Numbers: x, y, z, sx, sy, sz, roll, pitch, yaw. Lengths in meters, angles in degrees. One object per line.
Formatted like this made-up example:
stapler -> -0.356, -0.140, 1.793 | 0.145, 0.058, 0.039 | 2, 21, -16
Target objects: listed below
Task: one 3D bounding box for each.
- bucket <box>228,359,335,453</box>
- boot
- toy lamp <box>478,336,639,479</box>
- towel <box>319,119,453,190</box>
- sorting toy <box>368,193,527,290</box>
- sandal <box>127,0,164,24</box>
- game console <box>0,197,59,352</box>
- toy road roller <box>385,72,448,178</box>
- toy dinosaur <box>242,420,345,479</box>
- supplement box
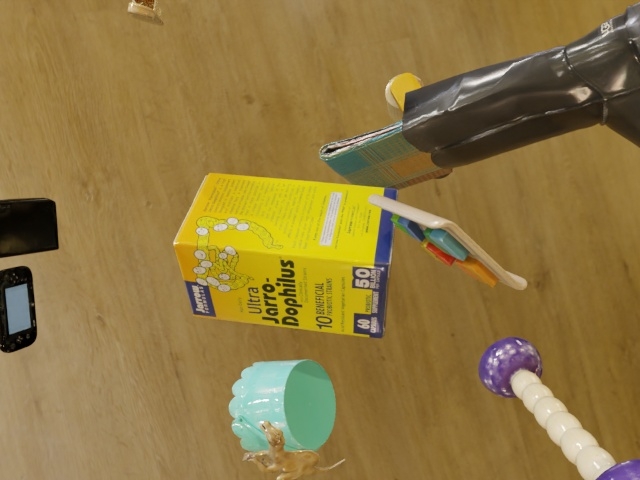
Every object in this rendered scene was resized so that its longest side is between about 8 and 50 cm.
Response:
bucket -> -0.097, 0.466, 1.630 | 0.281, 0.183, 0.282 | 25, 57, -48
boot -> 0.424, -0.206, 1.080 | 0.367, 0.445, 0.146 | 42, 47, -34
toy lamp -> 0.223, 0.174, 0.504 | 0.080, 0.275, 0.080 | -2, 109, -7
towel -> 0.185, -0.210, 1.542 | 0.370, 0.271, 0.040 | 26, 52, -62
sorting toy -> 0.186, 0.006, 0.882 | 0.208, 0.193, 0.038 | 32, 89, -30
sandal -> -0.448, -0.613, 1.505 | 0.088, 0.240, 0.079 | 12, 103, -13
game console -> -0.722, 0.081, 1.388 | 0.213, 0.043, 0.362 | -14, 106, -60
toy road roller -> 0.364, -0.366, 1.723 | 0.240, 0.202, 0.330 | -31, 71, 3
toy dinosaur -> -0.038, 0.293, 0.753 | 0.183, 0.092, 0.053 | 47, 23, -43
supplement box -> -0.049, 0.025, 1.043 | 0.356, 0.194, 0.195 | 5, 44, 8
